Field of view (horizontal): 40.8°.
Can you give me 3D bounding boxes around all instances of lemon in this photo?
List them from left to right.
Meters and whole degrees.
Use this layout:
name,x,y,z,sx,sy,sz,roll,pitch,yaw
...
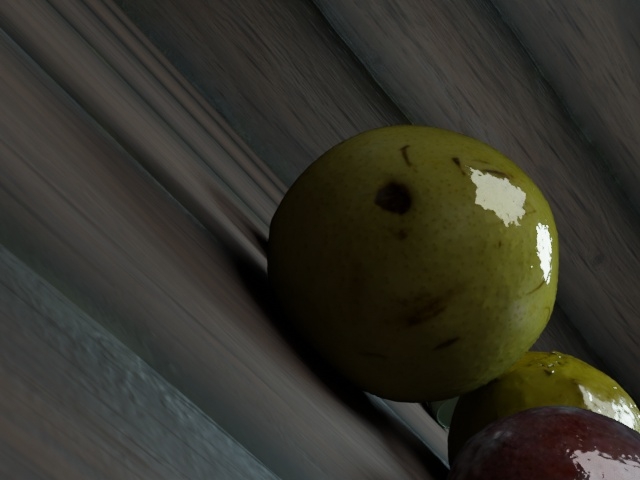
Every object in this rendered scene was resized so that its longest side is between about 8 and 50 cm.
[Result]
name,x,y,z,sx,sy,sz,roll,pitch,yaw
lemon,0.283,0.264,1.089,0.253,0.253,0.310,50,11,24

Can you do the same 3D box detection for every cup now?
name,x,y,z,sx,sy,sz,roll,pitch,yaw
cup,0.227,0.266,1.548,0.120,0.120,0.141,46,18,-27

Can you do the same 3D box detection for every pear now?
name,x,y,z,sx,sy,sz,roll,pitch,yaw
pear,0.110,0.026,1.032,0.348,0.348,0.348,48,4,-4

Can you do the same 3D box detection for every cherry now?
name,x,y,z,sx,sy,sz,roll,pitch,yaw
cherry,0.245,0.271,0.819,0.285,0.213,0.236,36,0,-26

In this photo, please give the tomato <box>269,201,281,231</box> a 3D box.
name,x,y,z,sx,sy,sz,roll,pitch,yaw
tomato,0.000,0.000,1.367,0.155,0.181,0.214,26,-22,46
